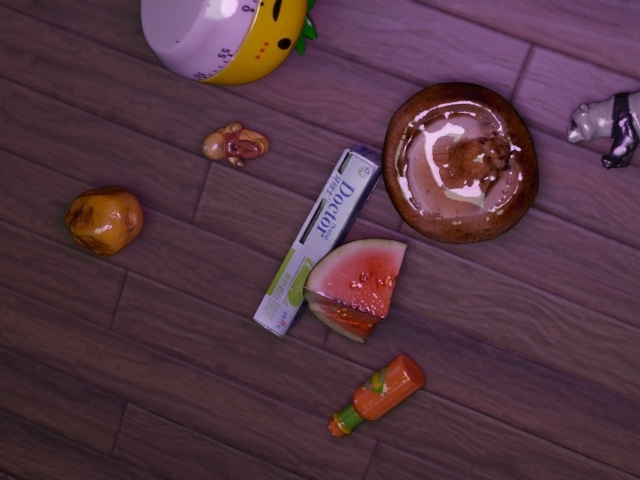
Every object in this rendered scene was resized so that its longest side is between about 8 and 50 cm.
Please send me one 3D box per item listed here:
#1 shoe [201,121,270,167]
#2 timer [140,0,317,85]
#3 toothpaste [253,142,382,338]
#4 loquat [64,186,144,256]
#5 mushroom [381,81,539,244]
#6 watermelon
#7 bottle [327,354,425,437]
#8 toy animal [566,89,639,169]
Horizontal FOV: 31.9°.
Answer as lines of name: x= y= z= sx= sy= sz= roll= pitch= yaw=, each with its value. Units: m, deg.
shoe: x=-0.140 y=-0.159 z=1.837 sx=0.109 sy=0.069 sz=0.072 roll=19 pitch=108 yaw=2
timer: x=-0.109 y=-0.358 z=1.713 sx=0.285 sy=0.285 sz=0.285 roll=3 pitch=105 yaw=12
toothpaste: x=0.000 y=0.000 z=1.840 sx=0.067 sy=0.081 sz=0.337 roll=31 pitch=109 yaw=7
loquat: x=-0.368 y=-0.035 z=1.895 sx=0.137 sy=0.137 sz=0.113 roll=-5 pitch=129 yaw=14
mushroom: x=0.213 y=-0.116 z=1.721 sx=0.253 sy=0.153 sz=0.253 roll=2 pitch=96 yaw=15
watermelon: x=0.058 y=0.088 z=1.828 sx=0.193 sy=0.145 sz=0.137 roll=-20 pitch=74 yaw=-17
bottle: x=0.089 y=0.271 z=1.897 sx=0.187 sy=0.069 sz=0.069 roll=-42 pitch=92 yaw=19
toy animal: x=0.483 y=-0.170 z=1.677 sx=0.225 sy=0.094 sz=0.121 roll=-5 pitch=93 yaw=24
